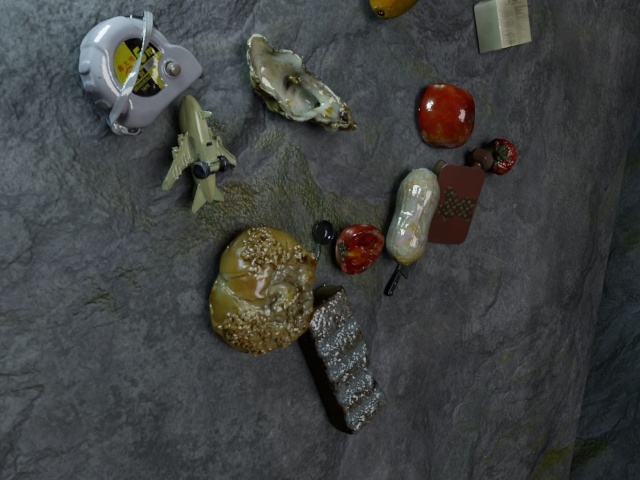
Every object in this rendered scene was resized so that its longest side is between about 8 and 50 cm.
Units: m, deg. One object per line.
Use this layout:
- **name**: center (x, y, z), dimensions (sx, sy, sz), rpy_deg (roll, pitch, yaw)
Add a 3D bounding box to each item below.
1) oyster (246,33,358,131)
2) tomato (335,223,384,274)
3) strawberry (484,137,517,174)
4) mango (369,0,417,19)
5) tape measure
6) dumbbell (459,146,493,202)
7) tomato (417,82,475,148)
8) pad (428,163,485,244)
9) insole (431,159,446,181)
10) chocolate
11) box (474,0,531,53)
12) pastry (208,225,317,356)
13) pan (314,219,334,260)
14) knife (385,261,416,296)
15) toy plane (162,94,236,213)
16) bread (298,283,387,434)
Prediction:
- **oyster**: center (-0.053, -0.361, 1.313), dimensions (0.341, 0.110, 0.166), rpy_deg (16, 78, -38)
- **tomato**: center (0.098, 0.013, 1.490), dimensions (0.139, 0.091, 0.159), rpy_deg (-7, 126, -31)
- **strawberry**: center (0.659, -0.299, 1.920), dimensions (0.148, 0.131, 0.131), rpy_deg (12, 86, -34)
- **mango**: center (0.228, -0.727, 1.514), dimensions (0.253, 0.113, 0.139), rpy_deg (-44, 121, -31)
- **tape measure**: center (-0.364, -0.333, 1.036), dimensions (0.236, 0.120, 0.197), rpy_deg (-56, 132, -28)
- **dumbbell**: center (0.511, -0.219, 1.824), dimensions (0.092, 0.082, 0.231), rpy_deg (51, 62, -30)
- **tomato**: center (0.426, -0.394, 1.699), dimensions (0.233, 0.139, 0.201), rpy_deg (1, 100, -41)
- **pad**: center (0.439, -0.115, 1.745), dimensions (0.181, 0.004, 0.267), rpy_deg (5, 109, -22)
- **insole**: center (0.371, -0.154, 1.761), dimensions (0.086, 0.005, 0.253), rpy_deg (36, 71, -36)
- **chocolate**: center (0.282, -0.076, 1.610), dimensions (0.134, 0.134, 0.309), rpy_deg (24, 78, -39)
- **box**: center (0.650, -0.770, 1.884), dimensions (0.212, 0.095, 0.168), rpy_deg (-25, 111, -37)
- **pastry**: center (-0.124, 0.121, 1.252), dimensions (0.255, 0.162, 0.311), rpy_deg (13, 84, -32)
- **pan**: center (0.000, 0.000, 1.443), dimensions (0.068, 0.023, 0.115), rpy_deg (28, 73, -40)
- **knife**: center (0.275, 0.085, 1.693), dimensions (0.072, 0.019, 0.245), rpy_deg (48, 62, -34)
- **toy plane**: center (-0.259, -0.188, 1.147), dimensions (0.229, 0.092, 0.244), rpy_deg (-34, 128, -54)
- **bread**: center (0.054, 0.330, 1.465), dimensions (0.165, 0.113, 0.417), rpy_deg (-35, 115, -35)
